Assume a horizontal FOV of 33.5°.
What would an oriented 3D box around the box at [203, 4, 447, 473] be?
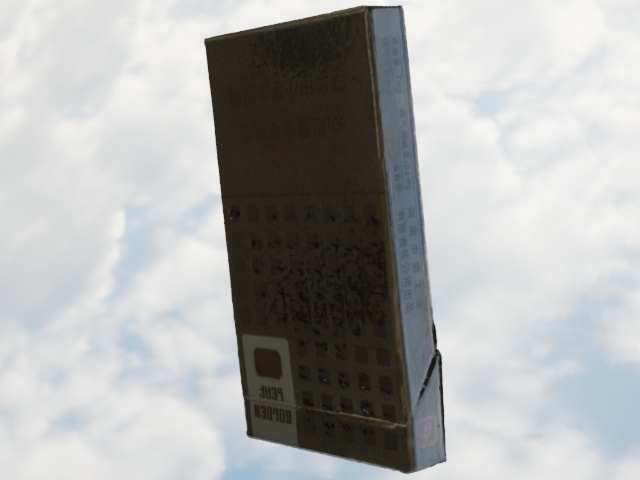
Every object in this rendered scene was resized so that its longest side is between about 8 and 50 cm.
[{"bbox_3d":[-0.001,0.000,0.793,0.047,0.324,0.180,-13,-170,-44],"label":"box"}]
